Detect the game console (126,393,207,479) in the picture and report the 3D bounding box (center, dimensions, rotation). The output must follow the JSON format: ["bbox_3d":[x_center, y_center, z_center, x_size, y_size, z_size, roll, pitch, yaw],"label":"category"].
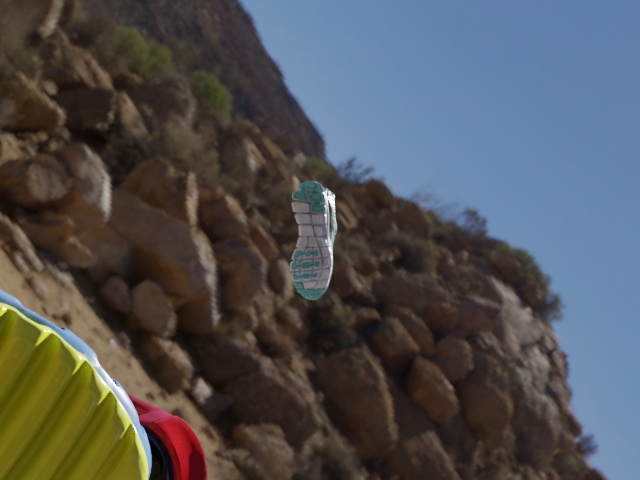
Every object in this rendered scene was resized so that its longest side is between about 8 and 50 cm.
[{"bbox_3d":[-0.311,0.310,1.125,0.387,0.342,0.060,17,5,32],"label":"game console"}]

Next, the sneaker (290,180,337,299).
[{"bbox_3d":[0.000,0.000,1.442,0.076,0.065,0.166,-7,101,-66],"label":"sneaker"}]

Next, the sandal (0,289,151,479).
[{"bbox_3d":[-0.220,0.050,0.582,0.317,0.126,0.138,47,2,-17],"label":"sandal"}]
